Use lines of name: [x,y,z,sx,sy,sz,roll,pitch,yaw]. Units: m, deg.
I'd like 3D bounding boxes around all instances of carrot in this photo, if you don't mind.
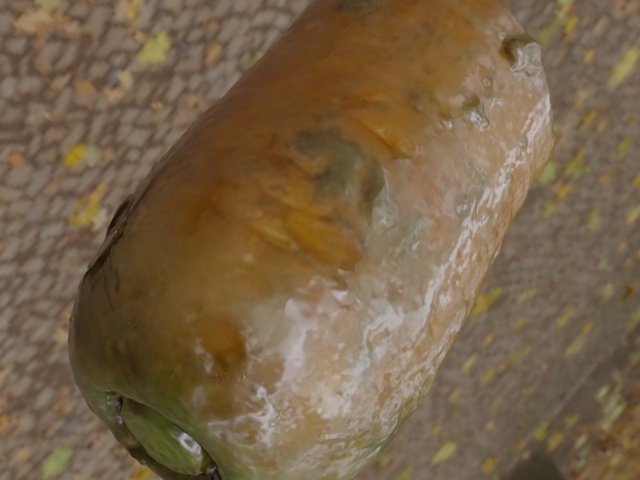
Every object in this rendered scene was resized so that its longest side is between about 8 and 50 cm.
carrot: [0.000,0.000,0.934,0.340,0.224,0.224,-50,158,-27]
